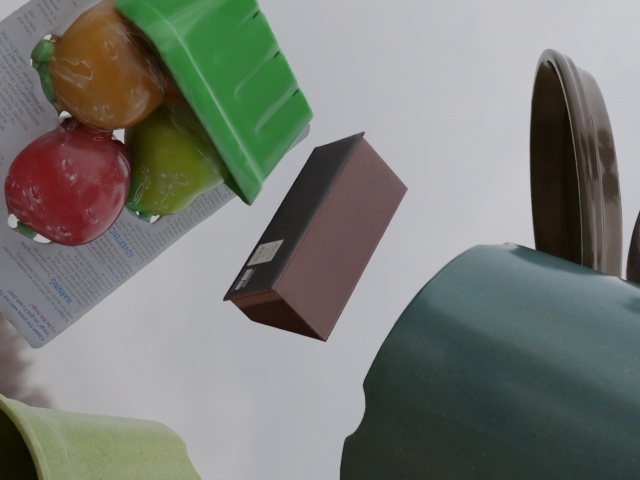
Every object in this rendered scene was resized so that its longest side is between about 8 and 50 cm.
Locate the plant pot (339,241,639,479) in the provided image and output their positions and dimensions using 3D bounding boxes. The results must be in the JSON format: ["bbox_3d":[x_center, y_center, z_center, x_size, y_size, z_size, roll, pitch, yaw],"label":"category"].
[{"bbox_3d":[0.216,0.173,0.944,0.334,0.341,0.341,26,-35,31],"label":"plant pot"}]

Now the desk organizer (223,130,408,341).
[{"bbox_3d":[0.000,0.000,0.818,0.047,0.130,0.050,-14,-53,47],"label":"desk organizer"}]

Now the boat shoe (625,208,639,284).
[{"bbox_3d":[0.426,-0.081,1.312,0.130,0.355,0.132,32,-13,26],"label":"boat shoe"}]

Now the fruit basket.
[{"bbox_3d":[-0.198,-0.101,1.224,0.165,0.353,0.327,51,-6,42],"label":"fruit basket"}]

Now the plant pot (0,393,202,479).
[{"bbox_3d":[-0.271,0.284,1.419,0.276,0.254,0.276,-3,-95,40],"label":"plant pot"}]

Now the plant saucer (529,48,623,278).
[{"bbox_3d":[0.227,-0.034,1.216,0.278,0.041,0.278,-5,90,-90],"label":"plant saucer"}]
